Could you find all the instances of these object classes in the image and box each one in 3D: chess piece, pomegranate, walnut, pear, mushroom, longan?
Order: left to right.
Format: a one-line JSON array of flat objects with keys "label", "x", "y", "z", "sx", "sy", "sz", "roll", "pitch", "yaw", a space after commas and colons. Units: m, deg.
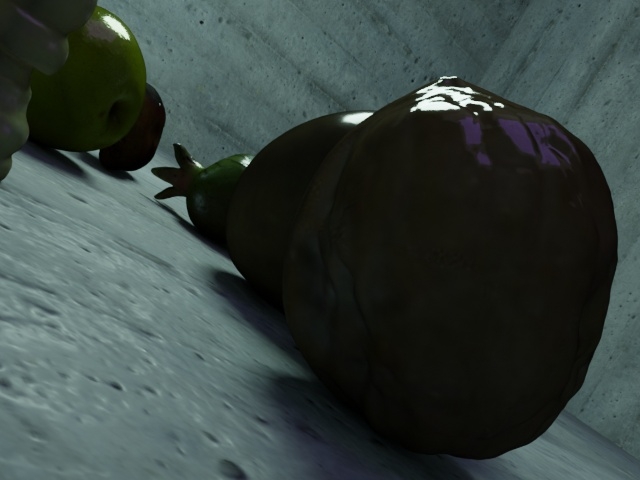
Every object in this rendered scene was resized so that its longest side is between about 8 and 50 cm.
[{"label": "chess piece", "x": -0.225, "y": -0.137, "z": 0.535, "sx": 0.094, "sy": 0.171, "sz": 0.094, "roll": 33, "pitch": 3, "yaw": -2}, {"label": "pear", "x": -0.309, "y": -0.200, "z": 0.887, "sx": 0.216, "sy": 0.166, "sz": 0.180, "roll": 30, "pitch": -40, "yaw": 15}, {"label": "mushroom", "x": -0.347, "y": -0.190, "z": 1.117, "sx": 0.217, "sy": 0.148, "sz": 0.227, "roll": 17, "pitch": -3, "yaw": -3}, {"label": "pomegranate", "x": -0.137, "y": -0.068, "z": 1.063, "sx": 0.191, "sy": 0.131, "sz": 0.152, "roll": 25, "pitch": 1, "yaw": 23}, {"label": "longan", "x": 0.044, "y": -0.010, "z": 0.827, "sx": 0.300, "sy": 0.243, "sz": 0.300, "roll": 10, "pitch": -34, "yaw": 7}, {"label": "walnut", "x": 0.095, "y": 0.016, "z": 0.555, "sx": 0.226, "sy": 0.273, "sz": 0.273, "roll": 8, "pitch": -7, "yaw": 19}]
